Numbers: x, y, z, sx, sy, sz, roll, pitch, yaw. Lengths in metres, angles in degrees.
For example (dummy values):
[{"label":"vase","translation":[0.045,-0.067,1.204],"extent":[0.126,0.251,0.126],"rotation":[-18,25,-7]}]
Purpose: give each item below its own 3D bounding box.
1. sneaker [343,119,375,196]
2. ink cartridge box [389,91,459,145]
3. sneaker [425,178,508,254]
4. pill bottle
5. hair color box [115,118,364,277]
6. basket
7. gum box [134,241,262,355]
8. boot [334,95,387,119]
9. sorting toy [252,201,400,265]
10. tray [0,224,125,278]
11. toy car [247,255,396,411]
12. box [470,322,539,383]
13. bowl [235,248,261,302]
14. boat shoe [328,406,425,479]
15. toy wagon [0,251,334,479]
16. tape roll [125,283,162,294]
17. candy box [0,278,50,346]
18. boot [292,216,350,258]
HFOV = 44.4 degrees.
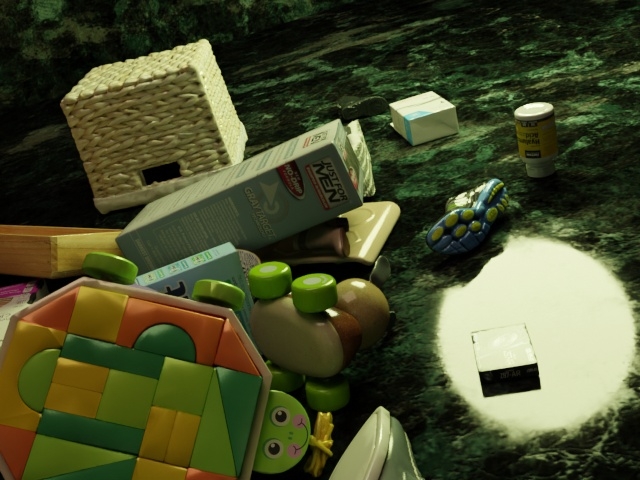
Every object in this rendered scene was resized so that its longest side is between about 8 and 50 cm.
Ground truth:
[{"label":"sneaker","translation":[0.019,-0.137,1.490],"extent":[0.146,0.102,0.293],"rotation":[-15,20,9]},{"label":"ink cartridge box","translation":[0.214,-0.268,1.681],"extent":[0.104,0.060,0.180],"rotation":[-18,25,-5]},{"label":"sneaker","translation":[0.220,-0.031,1.205],"extent":[0.078,0.067,0.188],"rotation":[-19,16,50]},{"label":"pill bottle","translation":[0.368,-0.169,1.327],"extent":[0.065,0.116,0.065],"rotation":[-13,25,6]},{"label":"hair color box","translation":[-0.120,-0.057,1.264],"extent":[0.374,0.113,0.185],"rotation":[-23,17,12]},{"label":"basket","translation":[-0.361,-0.268,1.762],"extent":[0.328,0.266,0.331],"rotation":[-14,23,4]},{"label":"gum box","translation":[-0.175,0.107,1.009],"extent":[0.184,0.157,0.041],"rotation":[-22,25,-14]},{"label":"boot","translation":[0.096,-0.327,1.891],"extent":[0.121,0.045,0.099],"rotation":[-15,22,0]},{"label":"sorting toy","translation":[0.011,-0.007,1.292],"extent":[0.208,0.038,0.193],"rotation":[1,30,22]},{"label":"tray","translation":[-0.538,0.015,1.413],"extent":[0.411,0.076,0.203],"rotation":[3,5,32]},{"label":"toy car","translation":[0.023,0.090,0.959],"extent":[0.188,0.155,0.149],"rotation":[-24,25,-40]},{"label":"box","translation":[0.213,0.131,0.910],"extent":[0.067,0.018,0.083],"rotation":[-11,25,10]},{"label":"bowl","translation":[-0.158,0.087,1.130],"extent":[0.170,0.080,0.170],"rotation":[-11,25,6]},{"label":"boat shoe","translation":[0.057,0.264,0.671],"extent":[0.099,0.116,0.319],"rotation":[30,20,-6]},{"label":"toy wagon","translation":[-0.150,0.165,0.786],"extent":[0.344,0.267,0.068],"rotation":[13,-17,-3]},{"label":"tape roll","translation":[-0.227,0.150,0.911],"extent":[0.189,0.189,0.080],"rotation":[-27,27,-25]},{"label":"candy box","translation":[-0.514,0.154,1.198],"extent":[0.159,0.071,0.233],"rotation":[-14,26,1]},{"label":"boot","translation":[0.000,0.000,1.203],"extent":[0.087,0.042,0.118],"rotation":[-13,26,10]}]
